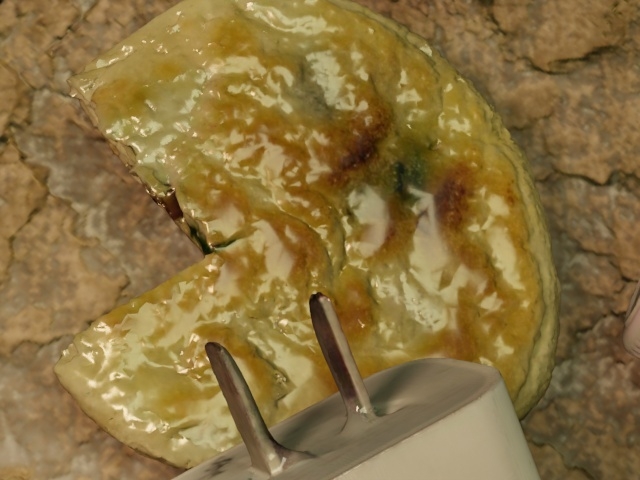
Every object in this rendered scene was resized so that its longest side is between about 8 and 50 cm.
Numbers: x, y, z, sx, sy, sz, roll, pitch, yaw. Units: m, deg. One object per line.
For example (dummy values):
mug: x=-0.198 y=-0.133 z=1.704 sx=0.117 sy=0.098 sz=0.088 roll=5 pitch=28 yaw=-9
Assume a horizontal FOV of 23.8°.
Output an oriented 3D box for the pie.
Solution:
pie: x=0.000 y=0.000 z=0.889 sx=0.338 sy=0.075 sz=0.337 roll=5 pitch=69 yaw=-13

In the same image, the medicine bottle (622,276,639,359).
medicine bottle: x=0.379 y=0.077 z=0.881 sx=0.395 sy=0.242 sz=0.242 roll=22 pitch=63 yaw=12

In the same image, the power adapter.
power adapter: x=0.020 y=0.153 z=0.750 sx=0.187 sy=0.124 sz=0.255 roll=-25 pitch=101 yaw=-22
